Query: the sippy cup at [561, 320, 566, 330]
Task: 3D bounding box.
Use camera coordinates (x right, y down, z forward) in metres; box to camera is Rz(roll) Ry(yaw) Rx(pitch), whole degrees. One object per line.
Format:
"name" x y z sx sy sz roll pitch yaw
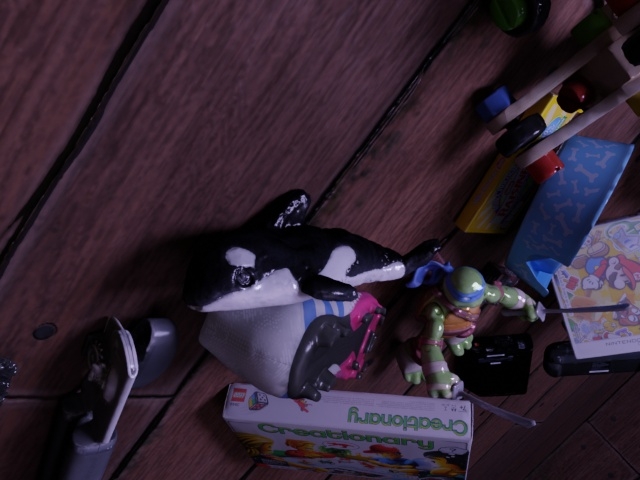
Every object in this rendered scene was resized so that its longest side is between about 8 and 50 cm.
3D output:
"sippy cup" 0.574 0.062 1.059 0.224 0.240 0.306 5 94 -32

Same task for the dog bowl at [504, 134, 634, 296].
"dog bowl" 0.318 -0.032 0.775 0.166 0.074 0.297 -58 162 -13

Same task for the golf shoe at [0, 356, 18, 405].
"golf shoe" -0.322 0.107 0.437 0.077 0.093 0.198 -64 166 0

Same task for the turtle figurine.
"turtle figurine" 0.218 0.153 0.812 0.266 0.274 0.198 102 12 -68

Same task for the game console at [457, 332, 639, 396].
"game console" 0.446 0.234 1.107 0.361 0.044 0.213 -6 144 11

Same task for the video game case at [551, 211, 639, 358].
"video game case" 0.489 0.075 0.936 0.206 0.227 0.026 -15 -170 29

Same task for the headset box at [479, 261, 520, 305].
"headset box" 0.282 0.072 0.954 0.083 0.032 0.062 15 117 -50

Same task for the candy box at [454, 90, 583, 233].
"candy box" 0.267 -0.097 0.772 0.105 0.027 0.206 2 126 -40

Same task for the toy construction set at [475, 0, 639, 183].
"toy construction set" 0.337 -0.163 0.559 0.237 0.309 0.257 -31 151 -20

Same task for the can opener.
"can opener" -0.220 0.194 0.603 0.095 0.076 0.284 0 129 -40

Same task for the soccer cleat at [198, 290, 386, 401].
"soccer cleat" -0.018 0.098 0.670 0.116 0.143 0.331 -70 163 0

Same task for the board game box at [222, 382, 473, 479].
"board game box" 0.042 0.262 0.774 0.305 0.053 0.193 1 142 12

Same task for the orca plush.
"orca plush" 0.000 0.000 0.575 0.287 0.151 0.102 -3 96 -26
